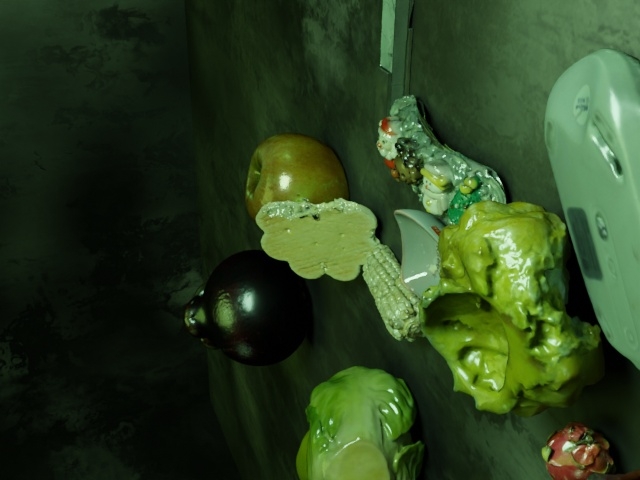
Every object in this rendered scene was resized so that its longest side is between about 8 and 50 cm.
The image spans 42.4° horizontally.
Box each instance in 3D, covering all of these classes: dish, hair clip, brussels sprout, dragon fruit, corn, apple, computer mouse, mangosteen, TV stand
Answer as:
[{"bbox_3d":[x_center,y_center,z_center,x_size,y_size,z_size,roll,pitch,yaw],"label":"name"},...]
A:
[{"bbox_3d":[0.191,0.048,1.231,0.212,0.077,0.151,-126,23,-53],"label":"dish"},{"bbox_3d":[0.161,-0.104,1.241,0.321,0.091,0.138,-123,27,-52],"label":"hair clip"},{"bbox_3d":[0.079,0.377,1.547,0.294,0.227,0.259,-68,-35,-78],"label":"brussels sprout"},{"bbox_3d":[0.315,0.267,1.003,0.086,0.081,0.116,64,-174,27],"label":"dragon fruit"},{"bbox_3d":[0.126,0.092,1.455,0.211,0.087,0.087,-122,29,-47],"label":"corn"},{"bbox_3d":[-0.046,-0.108,1.722,0.237,0.207,0.237,-170,90,-67],"label":"apple"},{"bbox_3d":[0.315,-0.028,0.824,0.197,0.095,0.331,-124,17,-81],"label":"computer mouse"},{"bbox_3d":[-0.181,0.166,2.040,0.297,0.313,0.297,-179,90,-76],"label":"mangosteen"},{"bbox_3d":[0.119,-0.276,1.354,0.049,0.040,0.256,-127,32,-56],"label":"TV stand"}]

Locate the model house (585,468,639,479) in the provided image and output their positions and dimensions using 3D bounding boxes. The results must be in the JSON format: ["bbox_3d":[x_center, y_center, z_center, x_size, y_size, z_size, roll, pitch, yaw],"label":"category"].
[{"bbox_3d":[0.299,0.380,0.924,0.254,0.196,0.160,104,148,-52],"label":"model house"}]

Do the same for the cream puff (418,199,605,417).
[{"bbox_3d":[0.211,0.085,0.983,0.282,0.185,0.282,166,90,-90],"label":"cream puff"}]

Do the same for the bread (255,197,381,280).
[{"bbox_3d":[0.000,0.000,1.604,0.039,0.251,0.182,-64,-33,-47],"label":"bread"}]

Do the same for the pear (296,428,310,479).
[{"bbox_3d":[0.038,0.464,1.749,0.198,0.198,0.198,170,90,-72],"label":"pear"}]
